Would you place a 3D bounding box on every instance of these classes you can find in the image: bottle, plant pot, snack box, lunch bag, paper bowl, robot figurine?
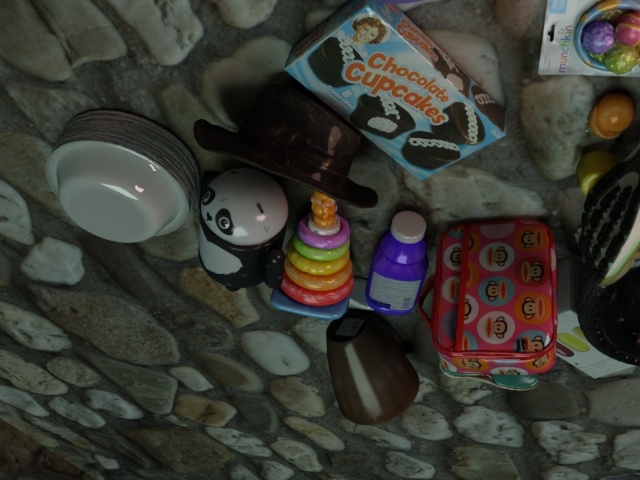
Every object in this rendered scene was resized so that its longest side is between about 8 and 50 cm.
[{"bbox_3d":[0.162,0.049,1.539,0.118,0.092,0.283,9,144,4],"label":"bottle"},{"bbox_3d":[0.105,0.291,1.819,0.215,0.215,0.230,-8,125,26],"label":"plant pot"},{"bbox_3d":[0.124,-0.236,1.187,0.322,0.060,0.187,35,139,-28],"label":"snack box"},{"bbox_3d":[0.311,0.104,1.402,0.258,0.293,0.120,-3,146,20],"label":"lunch bag"},{"bbox_3d":[-0.389,-0.105,1.451,0.284,0.148,0.284,8,143,6],"label":"paper bowl"},{"bbox_3d":[-0.158,-0.016,1.474,0.209,0.174,0.278,14,143,-1],"label":"robot figurine"}]

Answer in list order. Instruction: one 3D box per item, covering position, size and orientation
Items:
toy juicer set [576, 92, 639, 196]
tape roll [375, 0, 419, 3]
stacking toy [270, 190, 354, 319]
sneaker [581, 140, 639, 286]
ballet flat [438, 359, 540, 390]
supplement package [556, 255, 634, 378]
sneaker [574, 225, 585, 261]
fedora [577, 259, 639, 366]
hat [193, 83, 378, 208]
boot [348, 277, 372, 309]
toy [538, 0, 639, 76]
[{"bbox_3d":[0.568,-0.164,1.147,0.329,0.089,0.209,2,125,19],"label":"toy juicer set"},{"bbox_3d":[0.116,-0.374,0.891,0.189,0.189,0.080,-5,140,23],"label":"tape roll"},{"bbox_3d":[0.000,0.000,1.500,0.165,0.175,0.302,10,131,2],"label":"stacking toy"},{"bbox_3d":[0.533,-0.067,1.093,0.182,0.158,0.410,13,134,-8],"label":"sneaker"},{"bbox_3d":[0.416,0.320,1.859,0.248,0.086,0.086,11,145,4],"label":"ballet flat"},{"bbox_3d":[0.541,0.163,1.544,0.244,0.134,0.139,30,140,-23],"label":"supplement package"},{"bbox_3d":[0.514,-0.018,1.354,0.065,0.076,0.166,9,144,4],"label":"sneaker"},{"bbox_3d":[0.626,0.083,1.380,0.334,0.152,0.334,5,134,6],"label":"fedora"},{"bbox_3d":[-0.036,-0.176,1.229,0.331,0.331,0.134,20,105,-10],"label":"hat"},{"bbox_3d":[0.063,0.127,1.709,0.190,0.069,0.086,16,152,8],"label":"boot"},{"bbox_3d":[0.432,-0.276,1.033,0.237,0.056,0.137,2,132,9],"label":"toy"}]
